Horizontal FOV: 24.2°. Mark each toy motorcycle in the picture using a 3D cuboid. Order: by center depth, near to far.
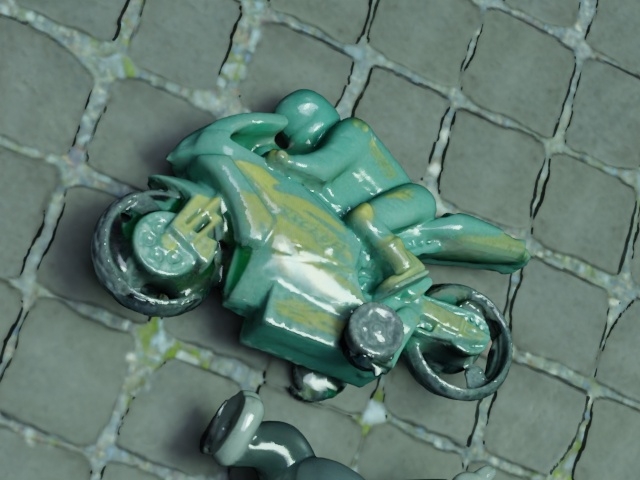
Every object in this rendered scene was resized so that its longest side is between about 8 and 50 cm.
[{"bbox_3d":[0.002,0.001,0.995,0.297,0.109,0.198,23,62,-16],"label":"toy motorcycle"}]

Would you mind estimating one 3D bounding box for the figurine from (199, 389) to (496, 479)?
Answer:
[{"bbox_3d":[0.021,0.219,0.937,0.265,0.140,0.193,32,46,-2],"label":"figurine"}]
